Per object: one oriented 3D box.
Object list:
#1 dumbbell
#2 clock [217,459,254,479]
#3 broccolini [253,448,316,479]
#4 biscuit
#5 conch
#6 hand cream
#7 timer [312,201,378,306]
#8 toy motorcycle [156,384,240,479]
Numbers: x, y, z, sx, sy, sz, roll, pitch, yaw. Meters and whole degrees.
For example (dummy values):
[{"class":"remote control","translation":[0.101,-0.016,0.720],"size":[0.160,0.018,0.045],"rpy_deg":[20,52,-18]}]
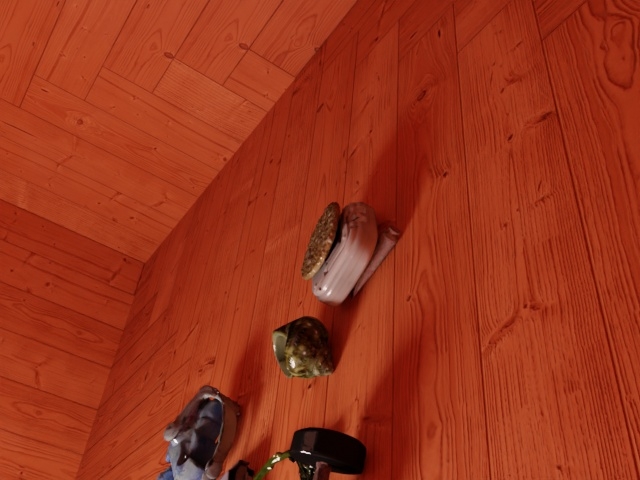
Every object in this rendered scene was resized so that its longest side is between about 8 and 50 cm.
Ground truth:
[{"class":"dumbbell","translation":[-0.003,0.488,1.325],"size":[0.152,0.152,0.218],"rpy_deg":[-29,39,54]},{"class":"clock","translation":[-0.244,0.693,1.710],"size":[0.186,0.083,0.253],"rpy_deg":[-49,26,30]},{"class":"broccolini","translation":[-0.069,0.526,1.545],"size":[0.271,0.062,0.123],"rpy_deg":[-36,19,38]},{"class":"biscuit","translation":[0.001,0.000,1.756],"size":[0.220,0.033,0.220],"rpy_deg":[-158,90,-79]},{"class":"conch","translation":[-0.041,0.274,1.697],"size":[0.181,0.124,0.187],"rpy_deg":[-111,26,-49]},{"class":"hand cream","translation":[0.127,0.053,1.680],"size":[0.210,0.043,0.067],"rpy_deg":[-57,16,26]},{"class":"timer","translation":[0.058,0.029,1.741],"size":[0.237,0.087,0.262],"rpy_deg":[-61,12,25]},{"class":"toy motorcycle","translation":[-0.351,0.566,1.919],"size":[0.241,0.182,0.319],"rpy_deg":[124,168,-56]}]
